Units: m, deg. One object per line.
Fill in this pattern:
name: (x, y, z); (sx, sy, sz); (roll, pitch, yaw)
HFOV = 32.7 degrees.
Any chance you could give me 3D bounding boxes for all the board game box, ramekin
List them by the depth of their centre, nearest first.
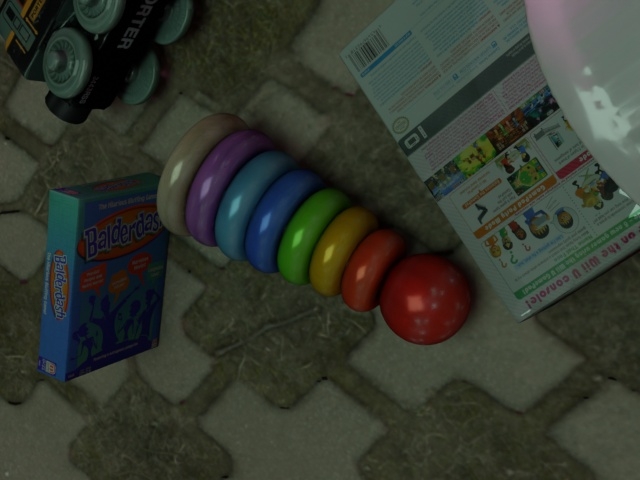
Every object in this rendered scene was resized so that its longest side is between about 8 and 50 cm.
ramekin: (0.291, -0.140, 0.774); (0.135, 0.277, 0.277); (-39, 78, 43)
board game box: (0.191, -0.115, 0.964); (0.224, 0.097, 0.303); (-38, 77, 33)
board game box: (-0.241, 0.037, 1.231); (0.047, 0.160, 0.210); (16, 109, 29)

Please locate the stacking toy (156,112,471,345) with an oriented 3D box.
stacking toy: (0.000, 0.000, 1.093); (0.330, 0.141, 0.141); (30, 114, 20)

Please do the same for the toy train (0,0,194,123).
toy train: (-0.228, -0.290, 1.178); (0.190, 0.142, 0.334); (51, 121, 25)
